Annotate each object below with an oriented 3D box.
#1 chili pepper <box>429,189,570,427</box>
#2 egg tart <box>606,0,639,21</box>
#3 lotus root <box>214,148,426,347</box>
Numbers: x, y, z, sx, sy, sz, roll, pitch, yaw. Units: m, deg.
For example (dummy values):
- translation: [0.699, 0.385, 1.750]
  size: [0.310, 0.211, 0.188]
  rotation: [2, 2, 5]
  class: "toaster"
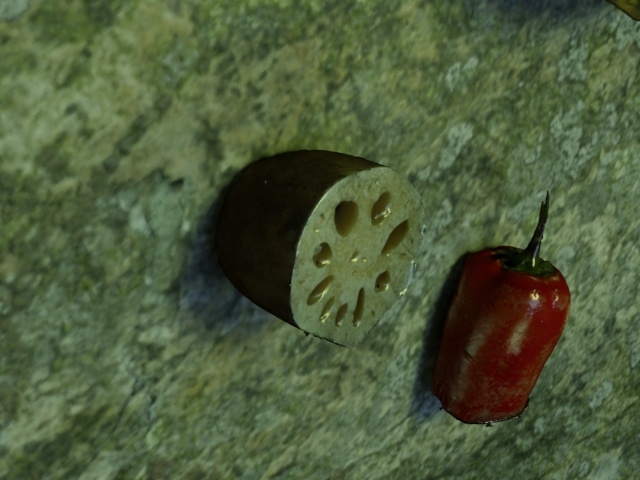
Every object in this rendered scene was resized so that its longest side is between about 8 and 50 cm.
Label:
- translation: [0.145, 0.046, 1.009]
  size: [0.086, 0.084, 0.192]
  rotation: [-30, 141, -54]
  class: "chili pepper"
- translation: [0.267, -0.338, 0.811]
  size: [0.443, 0.178, 0.443]
  rotation: [-26, 132, -32]
  class: "egg tart"
- translation: [0.002, -0.003, 0.825]
  size: [0.122, 0.081, 0.112]
  rotation: [27, 92, -51]
  class: "lotus root"
